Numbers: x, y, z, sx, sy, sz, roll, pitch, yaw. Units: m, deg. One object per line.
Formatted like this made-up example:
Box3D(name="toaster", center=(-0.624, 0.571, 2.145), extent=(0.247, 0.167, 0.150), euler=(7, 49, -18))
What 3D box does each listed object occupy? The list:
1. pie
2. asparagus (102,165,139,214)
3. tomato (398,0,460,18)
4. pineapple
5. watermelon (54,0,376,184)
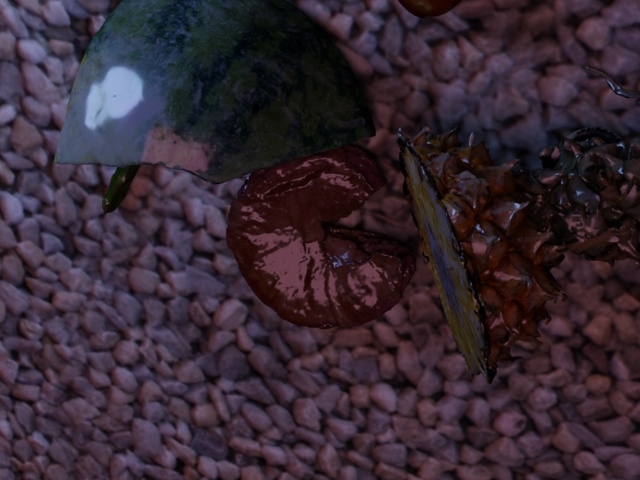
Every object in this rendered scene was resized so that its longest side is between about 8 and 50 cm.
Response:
Box3D(name="pie", center=(0.000, 0.000, 1.272), extent=(0.204, 0.054, 0.219), euler=(-29, 104, 24))
Box3D(name="asparagus", center=(-0.222, -0.073, 1.314), extent=(0.025, 0.021, 0.108), euler=(33, 119, 3))
Box3D(name="tomato", center=(0.102, -0.253, 1.112), extent=(0.087, 0.087, 0.075), euler=(37, 146, -5))
Box3D(name="pineapple", center=(0.238, -0.025, 1.135), extent=(0.271, 0.262, 0.263), euler=(-18, 111, -3))
Box3D(name="watermelon", center=(-0.115, -0.143, 1.157), extent=(0.256, 0.260, 0.176), euler=(48, 131, 16))
